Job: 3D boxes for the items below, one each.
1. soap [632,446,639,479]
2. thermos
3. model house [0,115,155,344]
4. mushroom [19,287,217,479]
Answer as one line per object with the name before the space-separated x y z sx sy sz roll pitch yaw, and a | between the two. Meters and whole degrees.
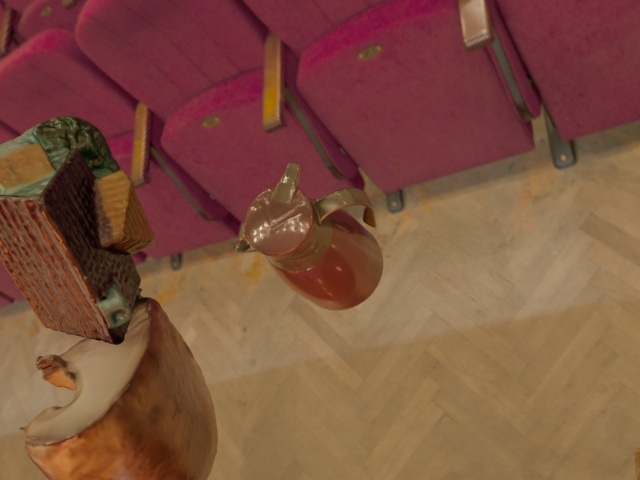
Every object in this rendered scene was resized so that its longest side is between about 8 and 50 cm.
soap | 0.585 0.343 0.854 0.232 0.073 0.140 15 48 2
thermos | 0.000 0.000 0.818 0.177 0.265 0.145 -28 68 8
model house | -0.355 -0.012 0.875 0.230 0.280 0.249 -34 38 -24
mushroom | -0.275 0.334 0.969 0.225 0.397 0.313 -28 26 -8
